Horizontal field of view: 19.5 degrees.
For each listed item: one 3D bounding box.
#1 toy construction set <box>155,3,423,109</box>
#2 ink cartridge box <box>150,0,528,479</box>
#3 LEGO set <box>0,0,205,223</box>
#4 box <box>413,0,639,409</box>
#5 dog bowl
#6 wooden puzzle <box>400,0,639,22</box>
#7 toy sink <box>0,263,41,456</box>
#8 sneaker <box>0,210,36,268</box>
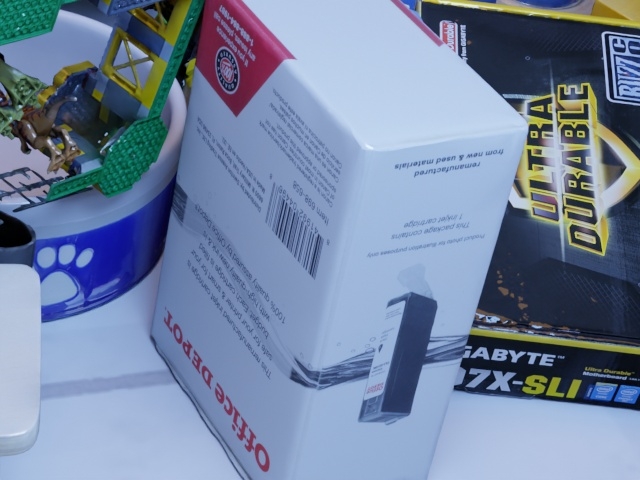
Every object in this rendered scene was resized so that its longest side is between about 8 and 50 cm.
[{"bbox_3d":[-0.030,-0.147,1.375,0.151,0.215,0.327,20,25,-23],"label":"toy construction set"},{"bbox_3d":[0.000,0.000,1.131,0.114,0.272,0.197,-8,39,-29],"label":"ink cartridge box"},{"bbox_3d":[-0.221,-0.133,1.077,0.192,0.255,0.331,37,41,20],"label":"LEGO set"},{"bbox_3d":[0.187,-0.030,1.328,0.257,0.079,0.322,8,48,-5],"label":"box"},{"bbox_3d":[-0.230,-0.060,1.302,0.265,0.104,0.265,7,35,-5],"label":"dog bowl"},{"bbox_3d":[0.192,-0.183,1.594,0.348,0.080,0.322,32,41,29],"label":"wooden puzzle"},{"bbox_3d":[-0.271,0.109,1.034,0.234,0.131,0.152,-2,37,-8],"label":"toy sink"},{"bbox_3d":[-0.285,0.028,1.152,0.222,0.118,0.083,0,36,-13],"label":"sneaker"}]
